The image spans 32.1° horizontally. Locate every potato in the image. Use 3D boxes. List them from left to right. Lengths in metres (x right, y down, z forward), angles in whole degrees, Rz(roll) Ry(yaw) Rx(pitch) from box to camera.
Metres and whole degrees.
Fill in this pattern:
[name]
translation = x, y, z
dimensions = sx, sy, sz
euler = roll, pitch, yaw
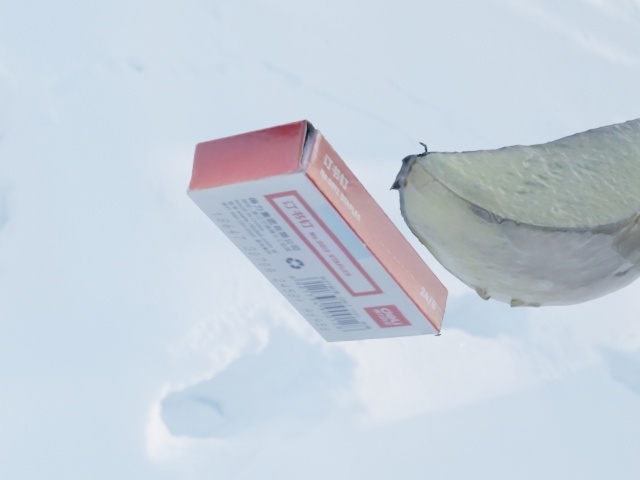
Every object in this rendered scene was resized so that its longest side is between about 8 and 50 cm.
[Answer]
[potato]
translation = 0.156, -0.002, 0.770
dimensions = 0.243, 0.138, 0.098
euler = -12, 51, -31

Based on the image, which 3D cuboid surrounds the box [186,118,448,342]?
[box]
translation = 0.000, 0.000, 0.905
dimensions = 0.229, 0.123, 0.050
euler = 48, 47, -37
